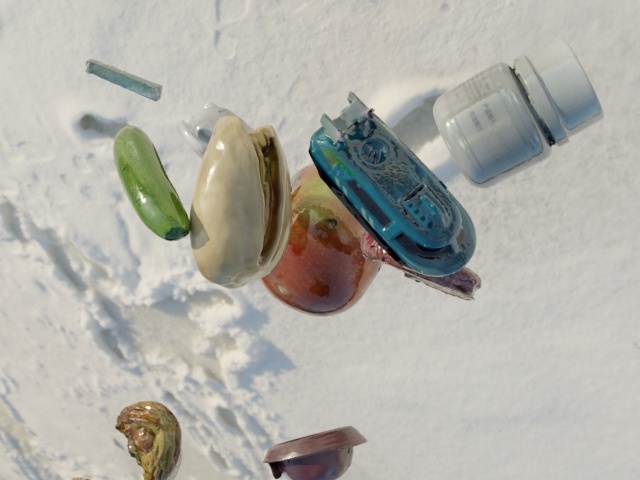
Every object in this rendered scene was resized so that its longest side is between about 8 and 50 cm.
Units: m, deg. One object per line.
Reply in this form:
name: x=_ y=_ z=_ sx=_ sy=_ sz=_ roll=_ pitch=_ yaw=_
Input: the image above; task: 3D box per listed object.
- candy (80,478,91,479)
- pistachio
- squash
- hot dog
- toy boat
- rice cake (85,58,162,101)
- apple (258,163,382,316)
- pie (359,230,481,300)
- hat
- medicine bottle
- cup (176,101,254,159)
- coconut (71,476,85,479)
candy: x=-0.326 y=0.373 z=0.802 sx=0.023 sy=0.084 sz=0.025 roll=-4 pitch=172 yaw=3
pistachio: x=-0.143 y=-0.060 z=1.024 sx=0.187 sy=0.187 sz=0.300 roll=7 pitch=94 yaw=25
squash: x=-0.305 y=-0.105 z=1.014 sx=0.293 sy=0.082 sz=0.082 roll=57 pitch=152 yaw=34
hot dog: x=-0.392 y=0.473 z=1.360 sx=0.196 sy=0.122 sz=0.272 roll=52 pitch=153 yaw=14
toy boat: x=0.114 y=-0.076 z=0.847 sx=0.299 sy=0.134 sz=0.092 roll=47 pitch=166 yaw=5
rice cake: x=-0.538 y=-0.443 z=1.593 sx=0.210 sy=0.034 sz=0.043 roll=21 pitch=121 yaw=-10
apple: x=0.000 y=0.000 z=1.341 sx=0.277 sy=0.349 sz=0.348 roll=37 pitch=138 yaw=-14
pie: x=0.169 y=0.043 z=0.982 sx=0.218 sy=0.054 sz=0.204 roll=26 pitch=176 yaw=-16
hat: x=-0.006 y=0.418 z=1.113 sx=0.205 sy=0.089 sz=0.205 roll=-13 pitch=164 yaw=-4
medicine bottle: x=0.434 y=-0.280 z=1.290 sx=0.306 sy=0.245 sz=0.245 roll=-27 pitch=115 yaw=24
cup: x=-0.246 y=-0.228 z=1.328 sx=0.142 sy=0.173 sz=0.134 roll=41 pitch=144 yaw=12
coconut: x=-0.690 y=0.842 z=1.578 sx=0.404 sy=0.405 sz=0.405 roll=16 pitch=137 yaw=16
